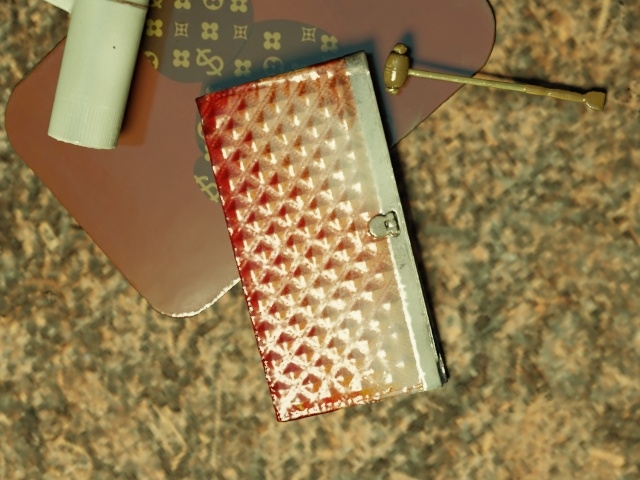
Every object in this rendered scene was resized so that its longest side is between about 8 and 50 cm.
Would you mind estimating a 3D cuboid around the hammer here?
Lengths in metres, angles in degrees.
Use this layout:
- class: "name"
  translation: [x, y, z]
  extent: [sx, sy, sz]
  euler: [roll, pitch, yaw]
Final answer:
- class: "hammer"
  translation: [0.096, -0.086, 0.643]
  extent: [0.123, 0.014, 0.029]
  euler: [9, 109, 3]

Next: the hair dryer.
- class: "hair dryer"
  translation: [-0.185, -0.147, 0.677]
  extent: [0.183, 0.044, 0.155]
  euler: [15, 96, 16]

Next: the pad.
- class: "pad"
  translation: [-0.047, -0.094, 0.674]
  extent: [0.267, 0.004, 0.181]
  euler: [-42, 88, 11]

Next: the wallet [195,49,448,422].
- class: "wallet"
  translation: [0.000, 0.000, 0.664]
  extent: [0.103, 0.020, 0.196]
  euler: [-13, 96, 10]
